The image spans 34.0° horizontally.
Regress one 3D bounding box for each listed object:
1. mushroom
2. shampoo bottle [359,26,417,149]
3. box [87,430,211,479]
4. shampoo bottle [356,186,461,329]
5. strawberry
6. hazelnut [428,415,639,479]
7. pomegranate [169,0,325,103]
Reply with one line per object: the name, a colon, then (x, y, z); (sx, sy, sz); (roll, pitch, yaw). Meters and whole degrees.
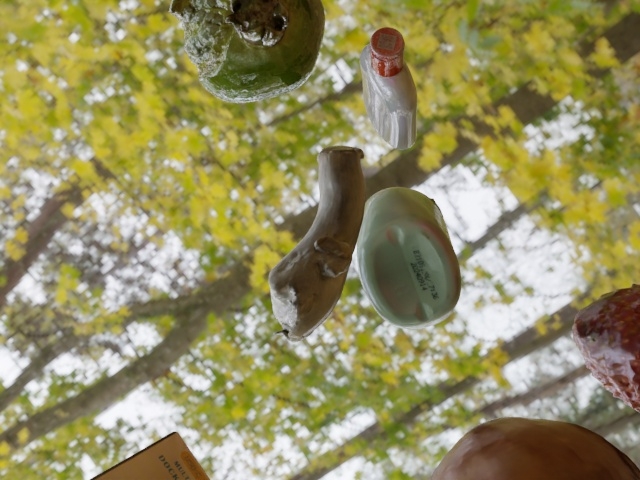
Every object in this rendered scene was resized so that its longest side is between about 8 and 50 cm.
mushroom: (0.002, 0.002, 1.370); (0.096, 0.278, 0.099); (21, 165, 1)
shampoo bottle: (0.087, -0.199, 1.340); (0.108, 0.051, 0.221); (61, 175, 19)
box: (-0.162, 0.261, 0.949); (0.129, 0.033, 0.247); (53, -149, 8)
shampoo bottle: (0.139, 0.008, 1.712); (0.349, 0.151, 0.221); (-79, -35, -75)
strawberry: (0.559, 0.175, 1.528); (0.344, 0.292, 0.292); (8, -142, -17)
hazelnut: (0.258, 0.371, 1.142); (0.372, 0.315, 0.372); (34, 180, 0)
pomegranate: (-0.095, -0.318, 1.528); (0.236, 0.236, 0.302); (48, 171, -13)
